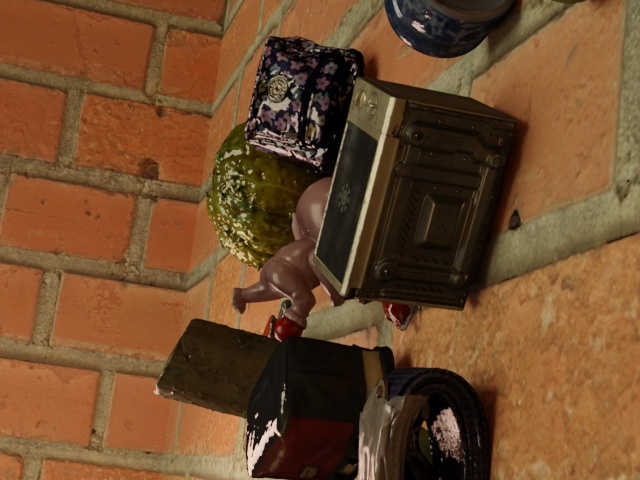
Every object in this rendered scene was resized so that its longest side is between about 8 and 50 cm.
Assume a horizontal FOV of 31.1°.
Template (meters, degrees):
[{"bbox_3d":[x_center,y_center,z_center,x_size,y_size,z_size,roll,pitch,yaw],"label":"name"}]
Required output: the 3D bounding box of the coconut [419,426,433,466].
[{"bbox_3d":[0.104,0.266,1.407,0.096,0.088,0.087,48,127,56],"label":"coconut"}]

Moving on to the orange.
[{"bbox_3d":[-0.111,-0.099,2.211,0.301,0.223,0.300,123,158,-58],"label":"orange"}]

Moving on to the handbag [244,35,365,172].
[{"bbox_3d":[-0.022,-0.240,2.010,0.208,0.127,0.228,16,88,32],"label":"handbag"}]

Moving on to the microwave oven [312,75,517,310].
[{"bbox_3d":[0.115,-0.054,1.376,0.145,0.194,0.240,-131,53,-66],"label":"microwave oven"}]

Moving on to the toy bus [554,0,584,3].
[{"bbox_3d":[0.270,-0.300,1.145,0.175,0.088,0.101,167,111,-73],"label":"toy bus"}]

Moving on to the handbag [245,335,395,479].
[{"bbox_3d":[0.005,0.248,1.605,0.254,0.182,0.181,116,158,-52],"label":"handbag"}]

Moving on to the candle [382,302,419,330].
[{"bbox_3d":[0.108,0.077,1.621,0.162,0.048,0.053,-103,-8,-56],"label":"candle"}]

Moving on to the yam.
[{"bbox_3d":[-0.153,0.239,2.092,0.161,0.268,0.161,-165,90,-85],"label":"yam"}]

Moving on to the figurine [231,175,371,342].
[{"bbox_3d":[0.004,0.031,1.749,0.287,0.186,0.176,-47,2,-14],"label":"figurine"}]

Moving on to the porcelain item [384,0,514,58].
[{"bbox_3d":[0.162,-0.312,1.449,0.114,0.147,0.147,127,150,-63],"label":"porcelain item"}]

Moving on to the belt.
[{"bbox_3d":[0.104,0.258,1.297,0.126,0.140,0.230,155,122,-71],"label":"belt"}]

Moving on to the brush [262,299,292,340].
[{"bbox_3d":[-0.093,0.213,2.279,0.323,0.051,0.070,114,167,-51],"label":"brush"}]
